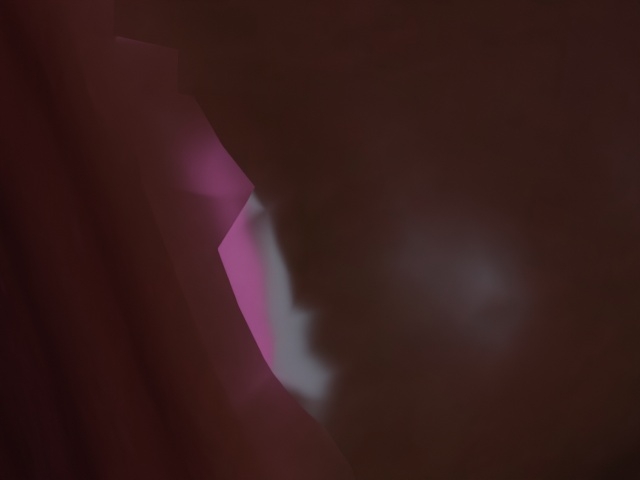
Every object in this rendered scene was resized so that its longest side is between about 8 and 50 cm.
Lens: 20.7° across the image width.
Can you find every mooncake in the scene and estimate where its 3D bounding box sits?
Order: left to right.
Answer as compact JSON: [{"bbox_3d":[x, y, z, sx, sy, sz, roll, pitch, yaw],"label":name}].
[{"bbox_3d":[0.000,0.000,0.652,0.467,0.262,0.467,46,146,44],"label":"mooncake"}]
